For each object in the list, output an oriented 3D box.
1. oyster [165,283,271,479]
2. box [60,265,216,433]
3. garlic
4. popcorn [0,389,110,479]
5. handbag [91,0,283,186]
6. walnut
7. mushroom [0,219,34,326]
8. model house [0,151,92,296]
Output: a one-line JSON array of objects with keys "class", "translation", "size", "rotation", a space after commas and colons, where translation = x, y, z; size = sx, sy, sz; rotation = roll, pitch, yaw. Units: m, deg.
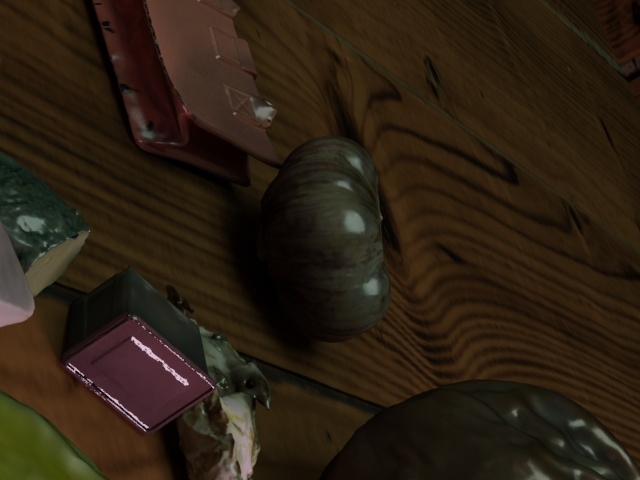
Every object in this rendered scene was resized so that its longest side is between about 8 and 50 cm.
[{"class": "oyster", "translation": [-0.076, 0.108, 1.084], "size": [0.106, 0.061, 0.200], "rotation": [48, 17, -23]}, {"class": "box", "translation": [-0.113, 0.065, 1.033], "size": [0.085, 0.060, 0.063], "rotation": [44, 22, -33]}, {"class": "garlic", "translation": [0.000, 0.000, 1.298], "size": [0.147, 0.102, 0.159], "rotation": [65, 19, -79]}, {"class": "popcorn", "translation": [-0.157, 0.175, 0.480], "size": [0.312, 0.312, 0.312], "rotation": [47, 25, -30]}, {"class": "handbag", "translation": [-0.110, -0.154, 1.313], "size": [0.157, 0.059, 0.212], "rotation": [22, 45, -56]}, {"class": "walnut", "translation": [0.116, 0.221, 1.105], "size": [0.227, 0.273, 0.273], "rotation": [-41, 103, -35]}, {"class": "mushroom", "translation": [-0.264, -0.141, 0.874], "size": [0.177, 0.126, 0.397], "rotation": [42, 26, -60]}, {"class": "model house", "translation": [-0.187, -0.009, 0.977], "size": [0.083, 0.066, 0.079], "rotation": [43, 32, 4]}]
